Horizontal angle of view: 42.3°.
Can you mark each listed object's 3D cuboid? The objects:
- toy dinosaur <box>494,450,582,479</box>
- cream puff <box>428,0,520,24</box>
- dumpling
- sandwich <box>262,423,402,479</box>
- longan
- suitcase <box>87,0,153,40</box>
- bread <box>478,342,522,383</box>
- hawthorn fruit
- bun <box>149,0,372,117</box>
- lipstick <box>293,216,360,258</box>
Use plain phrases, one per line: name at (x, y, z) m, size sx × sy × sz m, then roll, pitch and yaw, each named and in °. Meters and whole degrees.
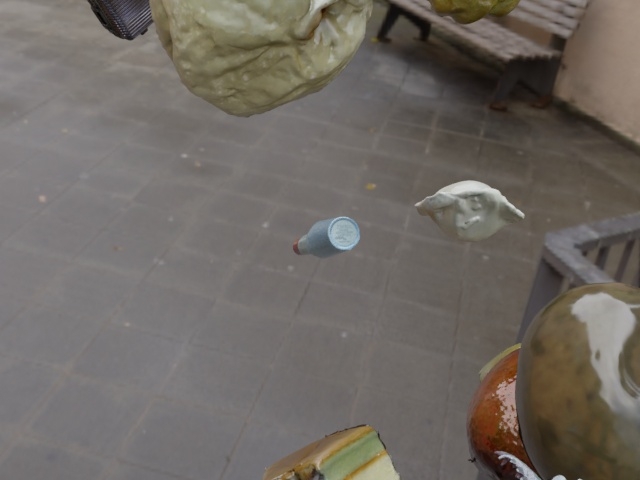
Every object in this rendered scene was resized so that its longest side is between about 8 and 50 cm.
toy dinosaur at (0.297, 0.328, 1.056) m, size 0.082 × 0.039 × 0.209 m, roll -33°, pitch 43°, yaw -23°
cream puff at (0.174, -0.325, 0.924) m, size 0.156 × 0.156 × 0.121 m, roll 12°, pitch 48°, yaw 7°
dumpling at (0.284, -0.065, 1.640) m, size 0.229 × 0.124 × 0.151 m, roll -4°, pitch -22°, yaw 39°
sandwich at (-0.017, 0.404, 1.256) m, size 0.198 × 0.227 × 0.155 m, roll -17°, pitch 78°, yaw -57°
longan at (0.431, 0.235, 1.235) m, size 0.289 × 0.288 × 0.350 m, roll 3°, pitch 66°, yaw -11°
suitcase at (-0.229, -0.317, 1.040) m, size 0.059 × 0.086 × 0.126 m, roll 28°, pitch 68°, yaw 40°
bread at (0.468, 0.293, 1.748) m, size 0.261 × 0.156 × 0.158 m, roll -20°, pitch 42°, yaw 17°
hawthorn fruit at (0.435, 0.319, 1.554) m, size 0.285 × 0.284 × 0.369 m, roll 21°, pitch 57°, yaw 22°
bun at (-0.036, -0.204, 0.686) m, size 0.134 × 0.220 × 0.220 m, roll 26°, pitch 32°, yaw 32°
lipstick at (0.000, 0.000, 1.526) m, size 0.061 × 0.068 × 0.274 m, roll 23°, pitch -11°, yaw -14°
